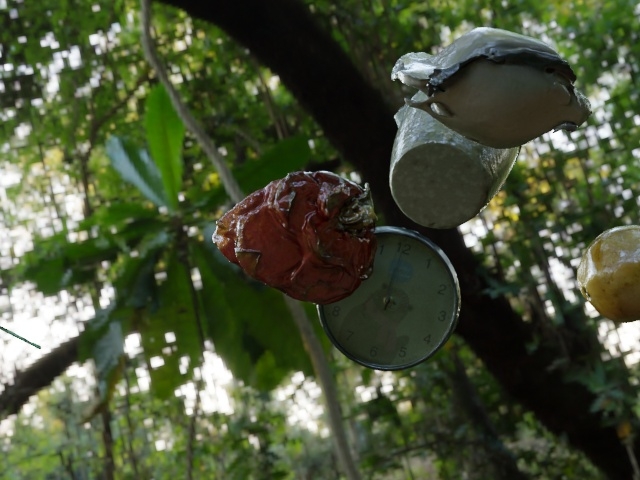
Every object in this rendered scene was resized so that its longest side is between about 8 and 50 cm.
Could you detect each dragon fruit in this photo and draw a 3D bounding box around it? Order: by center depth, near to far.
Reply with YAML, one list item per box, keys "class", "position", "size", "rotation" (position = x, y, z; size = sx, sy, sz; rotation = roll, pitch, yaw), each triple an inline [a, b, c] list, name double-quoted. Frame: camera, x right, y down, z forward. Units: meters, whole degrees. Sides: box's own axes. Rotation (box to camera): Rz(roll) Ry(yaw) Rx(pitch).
- class: "dragon fruit"
  position: [0.000, 0.000, 1.862]
  size: [0.316, 0.152, 0.205]
  rotation: [10, -52, -31]

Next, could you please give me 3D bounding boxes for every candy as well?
- class: "candy"
  position: [-0.530, 0.133, 1.739]
  size: [0.184, 0.049, 0.055]
  rotation: [27, -11, 2]

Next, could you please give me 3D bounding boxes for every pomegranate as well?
- class: "pomegranate"
  position: [0.693, 0.079, 2.443]
  size: [0.233, 0.233, 0.233]
  rotation: [-15, -17, -5]

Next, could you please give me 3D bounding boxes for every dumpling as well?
- class: "dumpling"
  position: [0.245, -0.235, 1.517]
  size: [0.292, 0.205, 0.163]
  rotation: [9, -41, -8]

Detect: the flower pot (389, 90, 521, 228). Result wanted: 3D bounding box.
- class: "flower pot"
  position: [0.302, -0.190, 2.472]
  size: [0.293, 0.294, 0.330]
  rotation: [-24, 17, 25]

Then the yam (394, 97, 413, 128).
- class: "yam"
  position: [0.330, -0.316, 2.762]
  size: [0.271, 0.201, 0.202]
  rotation: [-31, 18, 2]

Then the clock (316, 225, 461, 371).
- class: "clock"
  position: [0.127, 0.110, 2.051]
  size: [0.280, 0.281, 0.055]
  rotation: [-19, -2, 8]
